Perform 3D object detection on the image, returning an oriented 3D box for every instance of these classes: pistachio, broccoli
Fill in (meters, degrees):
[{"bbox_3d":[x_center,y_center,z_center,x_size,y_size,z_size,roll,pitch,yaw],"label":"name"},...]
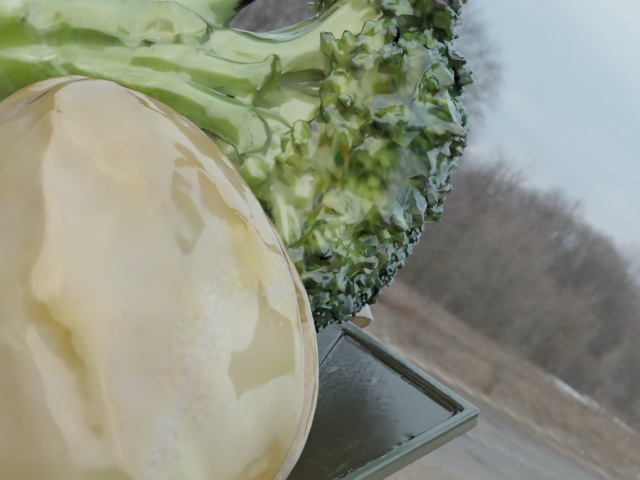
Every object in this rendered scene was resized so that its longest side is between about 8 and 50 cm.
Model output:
[{"bbox_3d":[-0.114,0.065,0.659,0.230,0.230,0.308,30,46,-60],"label":"pistachio"},{"bbox_3d":[-0.085,-0.081,0.886,0.275,0.397,0.353,97,-26,-58],"label":"broccoli"}]

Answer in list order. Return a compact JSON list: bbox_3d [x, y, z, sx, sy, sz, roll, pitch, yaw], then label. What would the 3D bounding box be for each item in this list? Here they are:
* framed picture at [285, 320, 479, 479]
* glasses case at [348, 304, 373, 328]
[{"bbox_3d":[-0.042,0.139,0.909,0.265,0.018,0.192,-23,39,-31],"label":"framed picture"},{"bbox_3d":[0.000,0.000,1.118,0.065,0.041,0.170,4,61,-44],"label":"glasses case"}]
